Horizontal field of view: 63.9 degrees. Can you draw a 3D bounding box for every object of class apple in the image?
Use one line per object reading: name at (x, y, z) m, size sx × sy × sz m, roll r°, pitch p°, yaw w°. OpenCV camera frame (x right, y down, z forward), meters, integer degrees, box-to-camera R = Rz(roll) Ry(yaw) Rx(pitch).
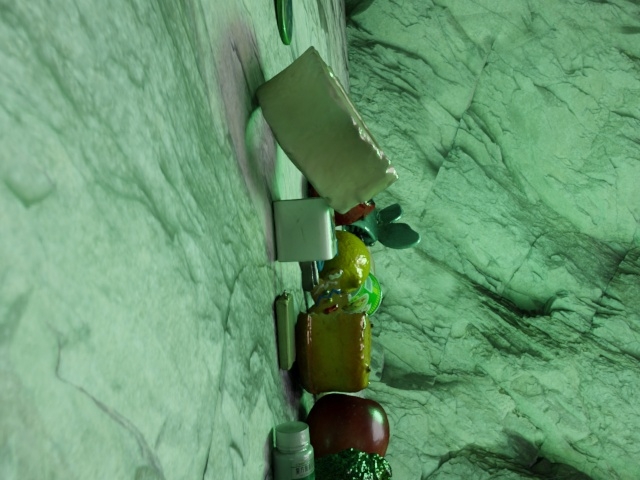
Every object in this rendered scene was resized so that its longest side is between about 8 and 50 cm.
apple at (0.066, 0.494, 1.310) m, size 0.218 × 0.218 × 0.202 m, roll 51°, pitch 46°, yaw -76°

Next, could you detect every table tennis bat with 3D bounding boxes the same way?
table tennis bat at (-0.086, -0.623, 1.283) m, size 0.160 × 0.039 × 0.258 m, roll -37°, pitch 126°, yaw -83°

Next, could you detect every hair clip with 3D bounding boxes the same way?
hair clip at (0.164, -0.083, 2.038) m, size 0.238 × 0.391 × 0.319 m, roll 51°, pitch 28°, yaw -28°

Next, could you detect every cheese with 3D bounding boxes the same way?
cheese at (0.022, -0.207, 1.044) m, size 0.332 × 0.153 × 0.292 m, roll 45°, pitch 18°, yaw -38°

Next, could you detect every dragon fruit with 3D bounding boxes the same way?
dragon fruit at (0.045, -0.105, 1.574) m, size 0.148 × 0.218 × 0.224 m, roll -63°, pitch -170°, yaw 12°

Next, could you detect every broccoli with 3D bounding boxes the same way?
broccoli at (0.066, 0.593, 1.077) m, size 0.297 × 0.297 × 0.298 m, roll -41°, pitch 160°, yaw -19°

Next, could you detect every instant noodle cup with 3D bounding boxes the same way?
instant noodle cup at (0.106, 0.172, 1.844) m, size 0.233 × 0.206 × 0.207 m, roll 52°, pitch 35°, yaw -66°

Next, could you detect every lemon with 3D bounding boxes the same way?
lemon at (0.059, 0.062, 1.560) m, size 0.244 × 0.186 × 0.187 m, roll 47°, pitch -27°, yaw 49°

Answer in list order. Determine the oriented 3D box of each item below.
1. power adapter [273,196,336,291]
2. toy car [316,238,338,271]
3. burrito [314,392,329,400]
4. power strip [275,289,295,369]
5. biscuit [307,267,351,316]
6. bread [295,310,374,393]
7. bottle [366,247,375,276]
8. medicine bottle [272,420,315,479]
power adapter at (-0.029, 0.008, 1.135) m, size 0.130 × 0.125 × 0.205 m, roll -48°, pitch 134°, yaw -80°
toy car at (0.000, 0.000, 1.436) m, size 0.097 × 0.100 × 0.191 m, roll 82°, pitch 13°, yaw -56°
burrito at (-0.001, 0.409, 1.480) m, size 0.041 × 0.045 × 0.186 m, roll -41°, pitch 140°, yaw -33°
power strip at (-0.074, 0.187, 1.105) m, size 0.076 × 0.028 × 0.169 m, roll -46°, pitch 135°, yaw -78°
biscuit at (0.026, 0.177, 1.461) m, size 0.031 × 0.138 × 0.205 m, roll 46°, pitch -29°, yaw 51°
bread at (0.040, 0.292, 1.280) m, size 0.340 × 0.194 × 0.179 m, roll 70°, pitch 18°, yaw -68°
bottle at (0.151, 0.106, 2.211) m, size 0.297 × 0.172 × 0.207 m, roll -80°, pitch 159°, yaw -54°
medicine bottle at (-0.052, 0.425, 0.994) m, size 0.080 × 0.080 × 0.131 m, roll -7°, pitch 95°, yaw -82°
